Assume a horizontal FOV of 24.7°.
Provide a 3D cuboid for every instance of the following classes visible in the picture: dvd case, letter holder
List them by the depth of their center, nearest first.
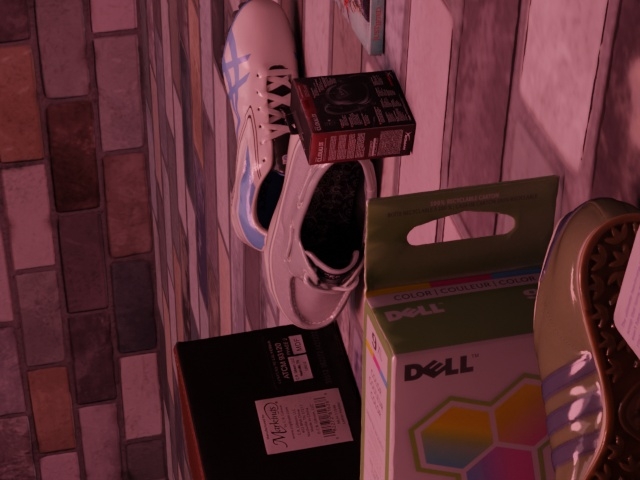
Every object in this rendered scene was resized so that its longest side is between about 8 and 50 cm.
[{"bbox_3d":[0.026,-0.202,1.091,0.119,0.013,0.087,-113,19,-54],"label":"dvd case"},{"bbox_3d":[-0.029,0.260,1.321,0.214,0.152,0.302,92,165,-47],"label":"letter holder"}]

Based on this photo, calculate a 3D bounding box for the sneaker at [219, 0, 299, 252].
[{"bbox_3d":[-0.041,-0.105,1.346,0.086,0.085,0.237,8,103,51],"label":"sneaker"}]

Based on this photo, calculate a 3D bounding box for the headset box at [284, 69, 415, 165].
[{"bbox_3d":[0.018,-0.087,1.030,0.032,0.083,0.062,95,162,-45],"label":"headset box"}]

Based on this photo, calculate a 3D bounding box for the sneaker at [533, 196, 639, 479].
[{"bbox_3d":[0.132,0.072,0.655,0.086,0.064,0.192,-111,17,-74],"label":"sneaker"}]

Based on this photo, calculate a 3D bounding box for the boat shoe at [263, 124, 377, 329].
[{"bbox_3d":[0.001,0.000,1.176,0.081,0.079,0.228,-104,16,-48],"label":"boat shoe"}]

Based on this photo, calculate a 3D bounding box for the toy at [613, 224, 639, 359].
[{"bbox_3d":[0.176,0.047,0.425,0.237,0.056,0.137,-117,26,-46],"label":"toy"}]

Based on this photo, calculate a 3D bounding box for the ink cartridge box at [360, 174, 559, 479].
[{"bbox_3d":[0.081,0.076,0.769,0.062,0.109,0.209,-117,23,-57],"label":"ink cartridge box"}]
